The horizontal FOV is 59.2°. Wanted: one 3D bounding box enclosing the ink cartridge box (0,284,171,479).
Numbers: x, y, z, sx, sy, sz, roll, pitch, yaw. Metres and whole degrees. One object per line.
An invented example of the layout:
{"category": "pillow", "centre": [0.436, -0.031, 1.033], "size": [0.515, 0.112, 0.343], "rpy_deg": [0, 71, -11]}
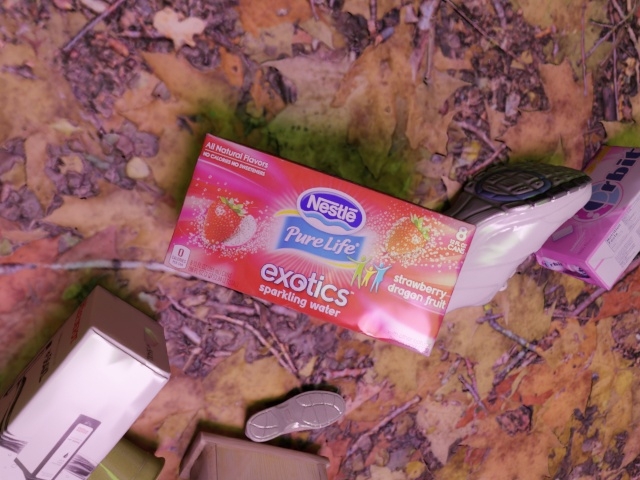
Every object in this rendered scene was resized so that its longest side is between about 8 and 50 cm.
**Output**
{"category": "ink cartridge box", "centre": [-0.241, 0.156, 0.522], "size": [0.086, 0.148, 0.203], "rpy_deg": [41, 85, -22]}

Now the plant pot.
{"category": "plant pot", "centre": [-0.222, 0.237, 0.593], "size": [0.083, 0.083, 0.079], "rpy_deg": [-43, 100, -7]}

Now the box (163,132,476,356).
{"category": "box", "centre": [0.000, 0.000, 0.546], "size": [0.256, 0.122, 0.128], "rpy_deg": [20, 94, 1]}

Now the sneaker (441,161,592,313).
{"category": "sneaker", "centre": [0.203, 0.003, 0.695], "size": [0.297, 0.111, 0.129], "rpy_deg": [-28, 122, -5]}

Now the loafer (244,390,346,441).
{"category": "loafer", "centre": [-0.032, 0.211, 0.680], "size": [0.125, 0.039, 0.045], "rpy_deg": [-9, 72, -22]}

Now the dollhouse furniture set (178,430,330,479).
{"category": "dollhouse furniture set", "centre": [-0.134, 0.458, 0.634], "size": [0.361, 0.257, 0.394], "rpy_deg": [21, 115, -23]}

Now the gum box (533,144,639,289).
{"category": "gum box", "centre": [0.368, -0.031, 0.733], "size": [0.062, 0.107, 0.188], "rpy_deg": [41, 86, -23]}
